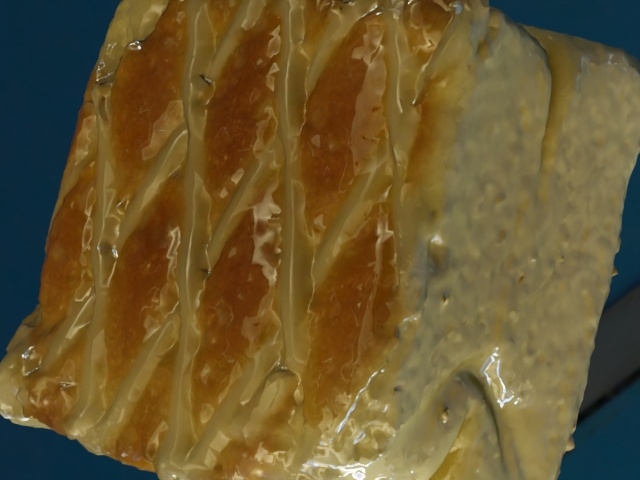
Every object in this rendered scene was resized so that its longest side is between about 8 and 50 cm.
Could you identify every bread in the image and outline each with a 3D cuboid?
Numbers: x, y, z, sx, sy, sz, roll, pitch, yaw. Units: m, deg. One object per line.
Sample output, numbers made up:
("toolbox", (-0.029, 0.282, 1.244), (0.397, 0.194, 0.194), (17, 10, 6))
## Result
("bread", (0.000, 0.000, 1.387), (0.371, 0.279, 0.390), (13, -96, 40))
